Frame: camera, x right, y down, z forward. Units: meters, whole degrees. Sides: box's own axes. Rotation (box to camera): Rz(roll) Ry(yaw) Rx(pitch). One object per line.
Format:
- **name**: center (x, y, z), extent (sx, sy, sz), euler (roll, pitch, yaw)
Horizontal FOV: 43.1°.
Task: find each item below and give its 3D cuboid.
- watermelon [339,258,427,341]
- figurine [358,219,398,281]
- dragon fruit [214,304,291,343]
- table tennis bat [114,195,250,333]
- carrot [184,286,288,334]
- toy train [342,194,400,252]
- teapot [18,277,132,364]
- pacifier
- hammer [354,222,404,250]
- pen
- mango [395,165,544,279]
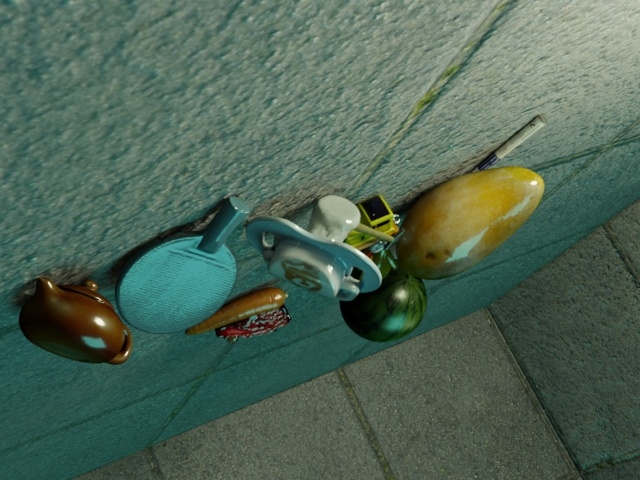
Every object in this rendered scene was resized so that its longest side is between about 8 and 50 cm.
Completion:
- **watermelon**: center (0.172, 0.162, 2.218), extent (0.242, 0.242, 0.242), euler (-25, 164, -8)
- **figurine**: center (0.134, 0.028, 1.963), extent (0.122, 0.121, 0.176), euler (-44, 159, -53)
- **dragon fruit**: center (-0.174, 0.204, 2.051), extent (0.192, 0.092, 0.122), euler (-22, 163, -15)
- **table tennis bat**: center (-0.233, 0.050, 1.443), extent (0.215, 0.044, 0.329), euler (21, 120, -36)
- **carrot**: center (-0.208, 0.173, 1.977), extent (0.271, 0.062, 0.066), euler (-20, -159, -6)
- **toy train**: center (0.079, -0.023, 1.762), extent (0.219, 0.089, 0.127), euler (-22, 153, -13)
- **teapot**: center (-0.404, 0.140, 1.395), extent (0.178, 0.135, 0.252), euler (7, 158, 32)
- **pacifier**: center (0.000, 0.000, 1.567), extent (0.227, 0.278, 0.207), euler (99, 14, -69)
- **hammer**: center (0.101, -0.023, 1.697), extent (0.198, 0.013, 0.062), euler (19, 120, -47)
- **pen**: center (0.429, -0.216, 1.821), extent (0.025, 0.025, 0.204), euler (-12, 159, -43)
- **mango**: center (0.338, -0.049, 1.870), extent (0.384, 0.199, 0.221), euler (-35, 146, 21)
